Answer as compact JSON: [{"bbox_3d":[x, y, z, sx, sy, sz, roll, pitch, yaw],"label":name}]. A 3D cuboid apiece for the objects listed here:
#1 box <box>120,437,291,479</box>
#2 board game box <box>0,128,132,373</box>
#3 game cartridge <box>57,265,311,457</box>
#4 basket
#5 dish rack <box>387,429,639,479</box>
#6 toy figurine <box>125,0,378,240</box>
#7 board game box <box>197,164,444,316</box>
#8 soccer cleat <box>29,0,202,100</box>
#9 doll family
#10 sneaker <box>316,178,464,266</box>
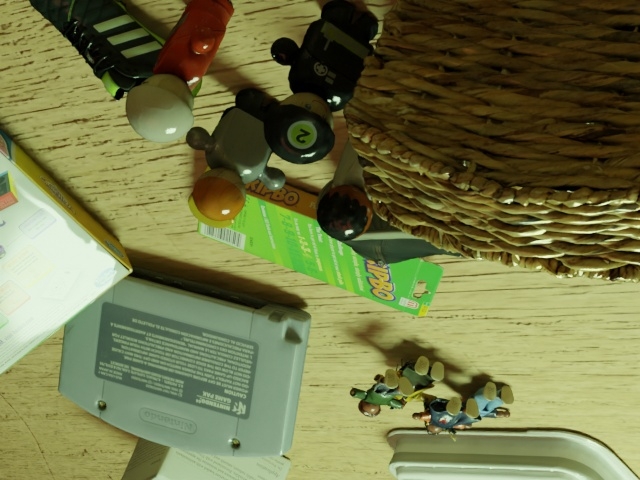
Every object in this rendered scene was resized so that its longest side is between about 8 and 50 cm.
[{"bbox_3d":[-0.169,0.341,2.213,0.181,0.119,0.182,32,150,-16],"label":"box"},{"bbox_3d":[-0.397,0.000,1.692,0.316,0.242,0.064,48,-173,-38],"label":"board game box"},{"bbox_3d":[-0.164,0.145,1.822,0.297,0.062,0.198,14,112,16],"label":"game cartridge"},{"bbox_3d":[0.187,-0.052,1.181,0.299,0.213,0.223,11,149,21],"label":"basket"},{"bbox_3d":[0.260,0.337,1.954,0.333,0.072,0.285,-5,142,42],"label":"dish rack"},{"bbox_3d":[-0.041,-0.098,1.335,0.213,0.148,0.209,9,149,23],"label":"toy figurine"},{"bbox_3d":[0.000,0.000,1.594,0.259,0.039,0.124,23,153,5],"label":"board game box"},{"bbox_3d":[-0.188,-0.173,1.390,0.179,0.072,0.060,31,151,-15],"label":"soccer cleat"},{"bbox_3d":[0.130,0.185,1.781,0.193,0.076,0.111,24,147,-9],"label":"doll family"},{"bbox_3d":[0.117,-0.020,1.453,0.222,0.083,0.118,4,166,18],"label":"sneaker"}]
